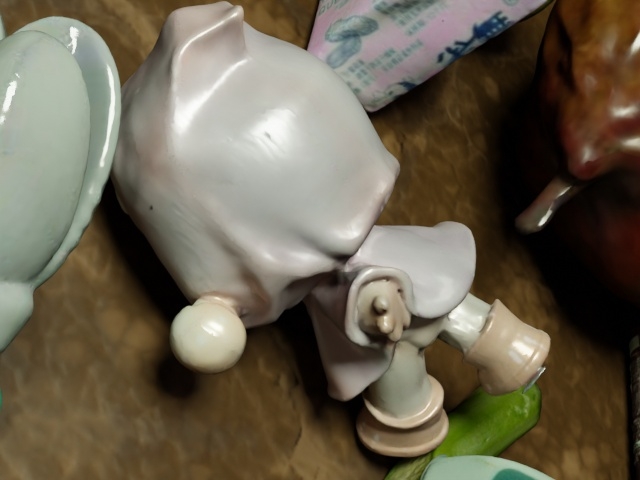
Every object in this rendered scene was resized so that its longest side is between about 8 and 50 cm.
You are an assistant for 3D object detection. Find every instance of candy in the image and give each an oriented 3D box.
[{"bbox_3d":[0.070,-0.158,0.702,0.073,0.160,0.092,36,44,-28],"label":"candy"}]

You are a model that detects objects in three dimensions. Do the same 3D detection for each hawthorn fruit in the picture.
[{"bbox_3d":[0.281,-0.090,0.770,0.325,0.308,0.308,19,59,-24],"label":"hawthorn fruit"}]

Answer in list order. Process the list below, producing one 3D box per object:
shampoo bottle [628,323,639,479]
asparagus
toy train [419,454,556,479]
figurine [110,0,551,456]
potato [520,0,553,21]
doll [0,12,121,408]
[{"bbox_3d":[0.254,0.168,0.772,0.068,0.067,0.236,30,53,-39],"label":"shampoo bottle"},{"bbox_3d":[0.070,0.129,0.649,0.041,0.045,0.178,38,40,24],"label":"asparagus"},{"bbox_3d":[0.202,0.264,0.639,0.407,0.088,0.086,49,47,-21],"label":"toy train"},{"bbox_3d":[0.000,-0.001,0.584,0.276,0.133,0.200,45,44,-17],"label":"figurine"},{"bbox_3d":[0.105,-0.277,0.797,0.197,0.149,0.228,40,38,-52],"label":"potato"},{"bbox_3d":[-0.163,-0.003,0.425,0.195,0.153,0.258,-21,80,-17],"label":"doll"}]
